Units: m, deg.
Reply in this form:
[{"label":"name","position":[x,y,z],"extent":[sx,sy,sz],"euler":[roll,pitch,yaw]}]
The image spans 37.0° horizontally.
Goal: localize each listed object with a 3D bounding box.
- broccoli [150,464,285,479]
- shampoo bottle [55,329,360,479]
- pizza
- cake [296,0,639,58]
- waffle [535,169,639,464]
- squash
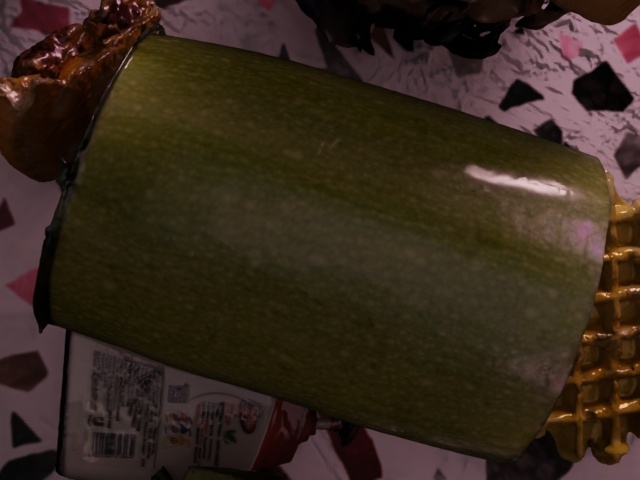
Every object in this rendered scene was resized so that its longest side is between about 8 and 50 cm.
[{"label":"broccoli","position":[-0.091,0.330,0.783],"extent":[0.304,0.321,0.283],"euler":[6,81,3]},{"label":"shampoo bottle","position":[-0.093,0.153,0.875],"extent":[0.284,0.071,0.153],"euler":[7,95,-12]},{"label":"pizza","position":[-0.210,-0.149,0.816],"extent":[0.069,0.154,0.194],"euler":[32,68,8]},{"label":"cake","position":[0.128,-0.285,0.788],"extent":[0.332,0.332,0.321],"euler":[42,125,-10]},{"label":"waffle","position":[0.266,0.076,0.930],"extent":[0.250,0.056,0.261],"euler":[43,91,-8]},{"label":"squash","position":[0.000,0.000,0.756],"extent":[0.384,0.263,0.263],"euler":[17,92,-1]}]
